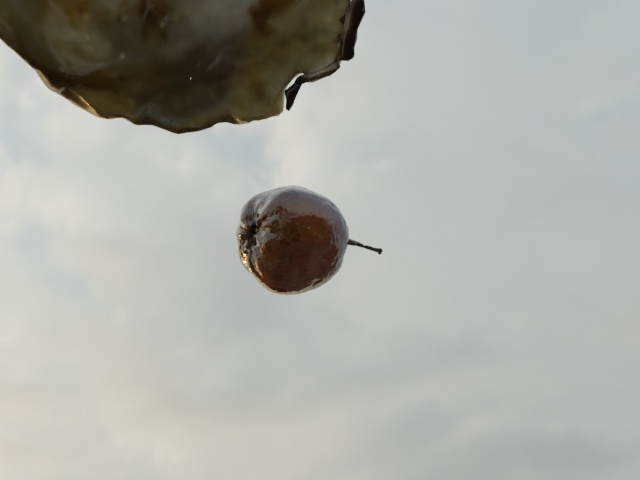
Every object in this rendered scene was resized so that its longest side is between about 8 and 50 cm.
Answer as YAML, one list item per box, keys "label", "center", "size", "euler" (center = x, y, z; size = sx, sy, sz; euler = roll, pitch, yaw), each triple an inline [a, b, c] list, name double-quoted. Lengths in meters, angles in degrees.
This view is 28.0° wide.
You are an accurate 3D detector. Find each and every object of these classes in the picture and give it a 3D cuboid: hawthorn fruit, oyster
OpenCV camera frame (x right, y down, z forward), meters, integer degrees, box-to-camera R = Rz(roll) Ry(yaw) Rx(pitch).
- label: "hawthorn fruit"
  center: [0.000, 0.000, 0.762]
  size: [0.103, 0.067, 0.067]
  euler: [0, -39, -31]
- label: "oyster"
  center: [-0.104, -0.141, 0.348]
  size: [0.166, 0.294, 0.094]
  euler: [-32, -6, -10]
